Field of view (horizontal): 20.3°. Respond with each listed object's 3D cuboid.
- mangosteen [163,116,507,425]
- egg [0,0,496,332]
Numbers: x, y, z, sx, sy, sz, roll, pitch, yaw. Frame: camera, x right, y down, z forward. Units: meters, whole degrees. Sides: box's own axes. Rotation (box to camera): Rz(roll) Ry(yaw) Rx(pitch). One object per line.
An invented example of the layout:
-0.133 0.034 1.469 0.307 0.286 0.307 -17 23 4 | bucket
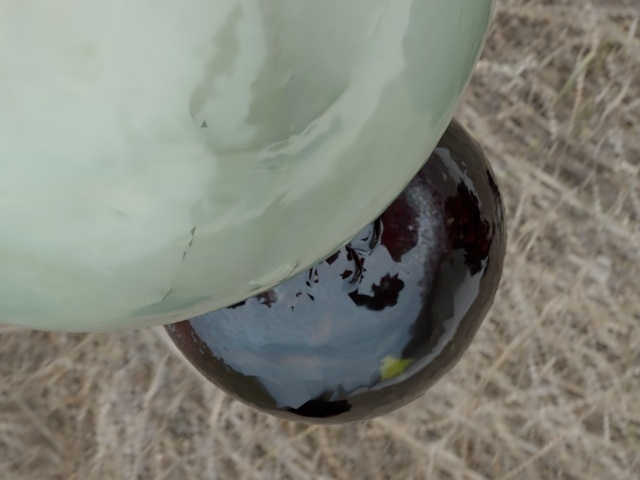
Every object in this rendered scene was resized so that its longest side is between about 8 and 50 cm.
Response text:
0.000 0.000 1.124 0.228 0.265 0.228 0 89 -2 | mangosteen
-0.069 -0.116 0.663 0.283 0.345 0.283 6 110 16 | egg
